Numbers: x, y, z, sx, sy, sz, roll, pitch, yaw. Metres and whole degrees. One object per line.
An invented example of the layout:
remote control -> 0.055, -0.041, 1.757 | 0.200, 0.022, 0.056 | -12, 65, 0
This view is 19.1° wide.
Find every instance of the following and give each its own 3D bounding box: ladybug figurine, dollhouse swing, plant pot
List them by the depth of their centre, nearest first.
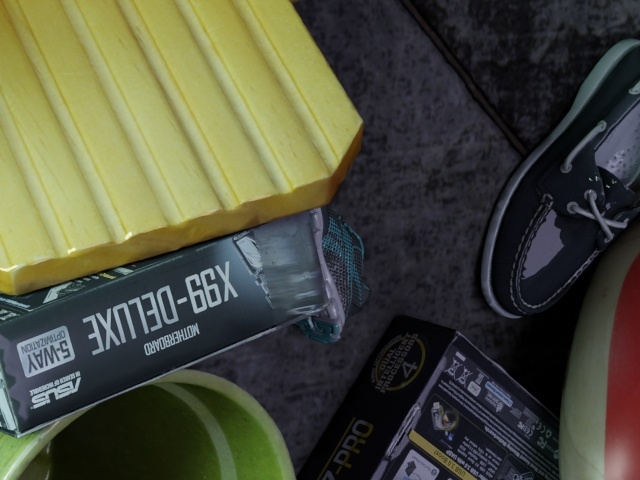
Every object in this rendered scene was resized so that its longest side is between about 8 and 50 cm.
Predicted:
dollhouse swing -> -0.157, -0.196, 1.223 | 0.346, 0.305, 0.315 | -16, 128, -17
plant pot -> -0.202, 0.190, 1.368 | 0.276, 0.254, 0.276 | -15, 113, -39
ladybug figurine -> 0.357, 0.168, 1.762 | 0.305, 0.162, 0.449 | 37, 56, -37

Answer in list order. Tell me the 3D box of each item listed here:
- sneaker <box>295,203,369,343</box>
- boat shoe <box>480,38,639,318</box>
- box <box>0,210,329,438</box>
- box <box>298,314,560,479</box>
sneaker -> 0.000, 0.000, 1.613 | 0.076, 0.065, 0.166 | -36, 124, -44
boat shoe -> 0.255, -0.057, 1.758 | 0.114, 0.091, 0.303 | 35, 79, -36
box -> -0.180, 0.035, 1.323 | 0.242, 0.307, 0.077 | -21, 106, -32
box -> 0.136, 0.302, 1.753 | 0.395, 0.097, 0.318 | 39, 75, -36
